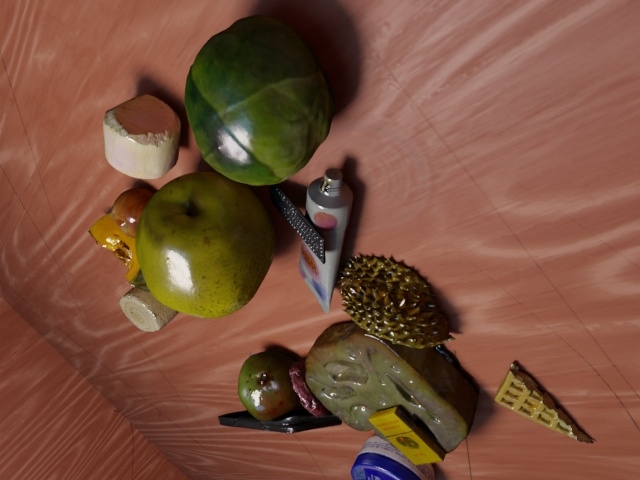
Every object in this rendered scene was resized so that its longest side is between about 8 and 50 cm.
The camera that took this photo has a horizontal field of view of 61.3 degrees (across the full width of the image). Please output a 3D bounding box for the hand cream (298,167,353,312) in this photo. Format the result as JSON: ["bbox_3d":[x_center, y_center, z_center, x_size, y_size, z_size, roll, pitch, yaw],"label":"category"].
[{"bbox_3d":[0.000,0.000,1.006,0.124,0.078,0.340,53,150,31],"label":"hand cream"}]

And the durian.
[{"bbox_3d":[0.131,0.126,1.013,0.252,0.144,0.139,16,158,20],"label":"durian"}]

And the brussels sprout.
[{"bbox_3d":[-0.099,-0.192,0.818,0.219,0.210,0.271,50,156,-5],"label":"brussels sprout"}]

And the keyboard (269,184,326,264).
[{"bbox_3d":[-0.045,-0.039,0.986,0.202,0.011,0.067,49,155,38],"label":"keyboard"}]

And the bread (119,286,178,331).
[{"bbox_3d":[-0.453,0.163,1.488,0.148,0.141,0.134,-2,121,39],"label":"bread"}]

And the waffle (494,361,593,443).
[{"bbox_3d":[0.429,0.304,0.998,0.191,0.032,0.125,22,136,18],"label":"waffle"}]

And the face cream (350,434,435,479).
[{"bbox_3d":[0.192,0.609,1.414,0.206,0.111,0.205,21,138,21],"label":"face cream"}]

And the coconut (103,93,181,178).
[{"bbox_3d":[-0.348,-0.194,1.056,0.147,0.147,0.152,36,143,6],"label":"coconut"}]

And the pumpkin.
[{"bbox_3d":[-0.456,0.024,1.406,0.278,0.111,0.163,39,-173,33],"label":"pumpkin"}]

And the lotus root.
[{"bbox_3d":[0.144,0.310,1.176,0.391,0.111,0.374,13,131,30],"label":"lotus root"}]

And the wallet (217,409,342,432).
[{"bbox_3d":[-0.131,0.512,1.550,0.378,0.197,0.051,-17,71,46],"label":"wallet"}]

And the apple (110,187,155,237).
[{"bbox_3d":[-0.429,-0.062,1.280,0.126,0.102,0.126,22,139,21],"label":"apple"}]

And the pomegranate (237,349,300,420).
[{"bbox_3d":[-0.127,0.383,1.426,0.180,0.180,0.209,28,166,15],"label":"pomegranate"}]

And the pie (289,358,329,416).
[{"bbox_3d":[-0.021,0.366,1.346,0.038,0.153,0.153,-35,104,16],"label":"pie"}]

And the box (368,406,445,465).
[{"bbox_3d":[0.184,0.418,1.149,0.155,0.023,0.087,46,134,-9],"label":"box"}]

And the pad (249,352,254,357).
[{"bbox_3d":[-0.160,0.436,1.619,0.164,0.004,0.243,32,141,10],"label":"pad"}]

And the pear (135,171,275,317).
[{"bbox_3d":[-0.222,0.009,1.055,0.294,0.294,0.294,22,138,21],"label":"pear"}]
